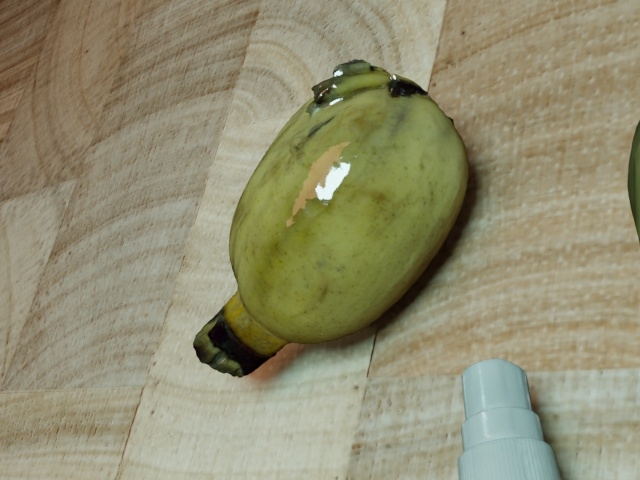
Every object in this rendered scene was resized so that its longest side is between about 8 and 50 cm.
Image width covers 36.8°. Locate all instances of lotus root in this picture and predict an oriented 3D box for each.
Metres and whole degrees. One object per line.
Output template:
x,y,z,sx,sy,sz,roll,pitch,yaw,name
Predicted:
0.000,0.000,0.832,0.310,0.183,0.183,-53,38,8,lotus root

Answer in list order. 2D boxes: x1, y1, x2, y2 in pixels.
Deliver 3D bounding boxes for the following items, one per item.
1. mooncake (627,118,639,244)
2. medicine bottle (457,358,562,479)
0.308,-0.045,0.372,0.378,0.201,0.378,6,102,28,mooncake
0.124,0.236,0.573,0.110,0.110,0.351,-28,46,33,medicine bottle
